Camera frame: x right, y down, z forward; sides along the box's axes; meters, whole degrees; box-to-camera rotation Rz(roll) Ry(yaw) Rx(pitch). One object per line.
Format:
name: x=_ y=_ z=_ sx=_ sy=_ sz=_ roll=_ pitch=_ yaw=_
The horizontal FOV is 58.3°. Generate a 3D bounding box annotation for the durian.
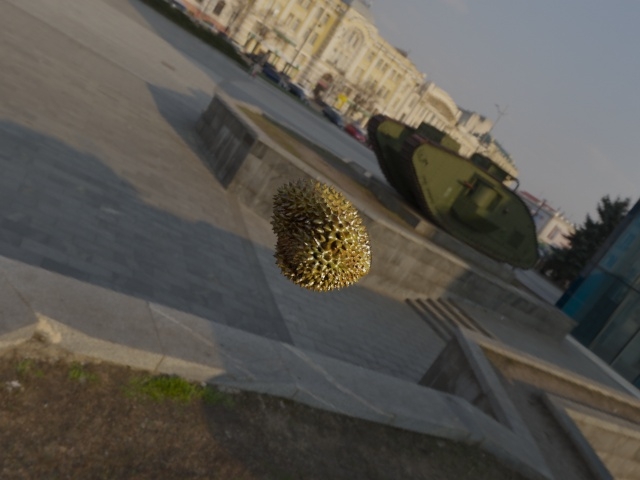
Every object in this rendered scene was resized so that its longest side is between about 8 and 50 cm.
durian: x=0.000 y=0.000 z=0.814 sx=0.168 sy=0.137 sz=0.158 roll=38 pitch=-23 yaw=29
